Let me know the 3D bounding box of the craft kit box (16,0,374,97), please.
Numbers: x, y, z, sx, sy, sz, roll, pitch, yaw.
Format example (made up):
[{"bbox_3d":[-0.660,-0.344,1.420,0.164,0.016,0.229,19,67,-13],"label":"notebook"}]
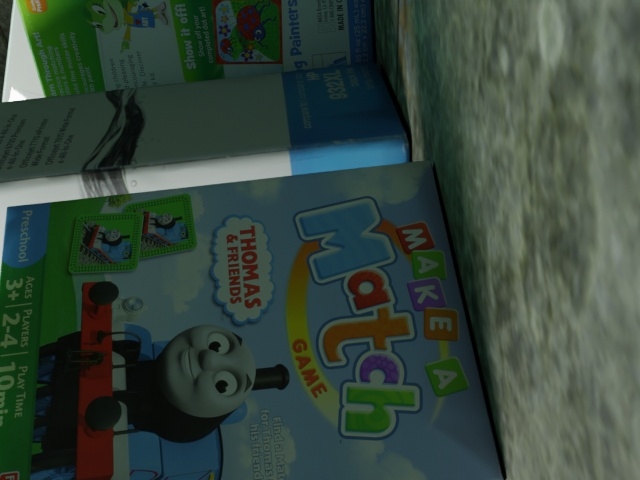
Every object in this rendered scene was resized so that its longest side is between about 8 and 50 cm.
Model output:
[{"bbox_3d":[-0.080,-0.092,0.601,0.061,0.247,0.249,-101,5,-57],"label":"craft kit box"}]

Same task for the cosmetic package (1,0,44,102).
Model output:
[{"bbox_3d":[-0.177,-0.330,0.795,0.161,0.230,0.453,-98,24,-57],"label":"cosmetic package"}]

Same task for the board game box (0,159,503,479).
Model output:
[{"bbox_3d":[-0.040,0.047,0.352,0.039,0.212,0.160,88,175,-61],"label":"board game box"}]

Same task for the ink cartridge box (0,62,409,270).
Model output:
[{"bbox_3d":[-0.098,0.013,0.542,0.129,0.308,0.223,-99,3,-54],"label":"ink cartridge box"}]
